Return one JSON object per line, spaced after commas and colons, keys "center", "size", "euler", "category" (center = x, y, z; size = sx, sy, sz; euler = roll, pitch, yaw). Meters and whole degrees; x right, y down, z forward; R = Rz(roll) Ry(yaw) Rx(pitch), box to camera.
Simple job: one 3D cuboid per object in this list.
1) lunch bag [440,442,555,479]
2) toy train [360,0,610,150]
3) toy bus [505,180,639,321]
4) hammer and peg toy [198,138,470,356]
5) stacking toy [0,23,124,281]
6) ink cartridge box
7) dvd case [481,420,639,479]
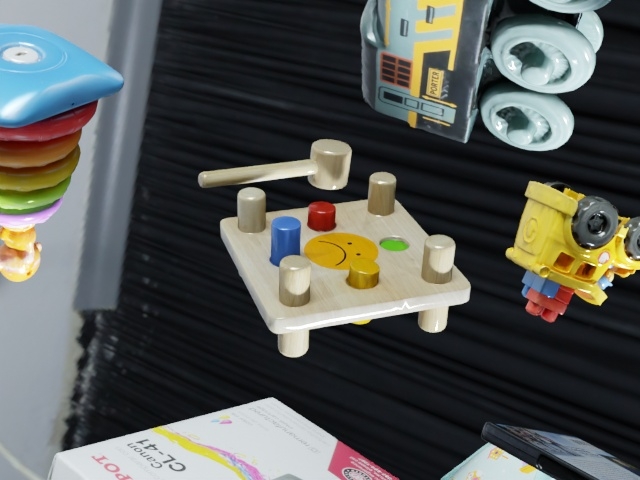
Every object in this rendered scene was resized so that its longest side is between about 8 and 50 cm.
{"center": [0.263, 0.428, 1.503], "size": [0.262, 0.160, 0.223], "euler": [-48, -178, 44], "category": "lunch bag"}
{"center": [0.124, -0.191, 0.745], "size": [0.334, 0.190, 0.142], "euler": [84, 26, -63], "category": "toy train"}
{"center": [0.409, 0.032, 1.571], "size": [0.220, 0.149, 0.212], "euler": [18, 97, -22], "category": "toy bus"}
{"center": [0.000, 0.000, 1.288], "size": [0.265, 0.361, 0.127], "euler": [-8, 121, -18], "category": "hammer and peg toy"}
{"center": [-0.340, -0.078, 1.123], "size": [0.175, 0.165, 0.302], "euler": [-33, 145, -45], "category": "stacking toy"}
{"center": [-0.085, 0.280, 0.970], "size": [0.306, 0.226, 0.131], "euler": [-3, 115, -52], "category": "ink cartridge box"}
{"center": [0.297, 0.239, 0.938], "size": [0.180, 0.253, 0.022], "euler": [18, 94, -46], "category": "dvd case"}
